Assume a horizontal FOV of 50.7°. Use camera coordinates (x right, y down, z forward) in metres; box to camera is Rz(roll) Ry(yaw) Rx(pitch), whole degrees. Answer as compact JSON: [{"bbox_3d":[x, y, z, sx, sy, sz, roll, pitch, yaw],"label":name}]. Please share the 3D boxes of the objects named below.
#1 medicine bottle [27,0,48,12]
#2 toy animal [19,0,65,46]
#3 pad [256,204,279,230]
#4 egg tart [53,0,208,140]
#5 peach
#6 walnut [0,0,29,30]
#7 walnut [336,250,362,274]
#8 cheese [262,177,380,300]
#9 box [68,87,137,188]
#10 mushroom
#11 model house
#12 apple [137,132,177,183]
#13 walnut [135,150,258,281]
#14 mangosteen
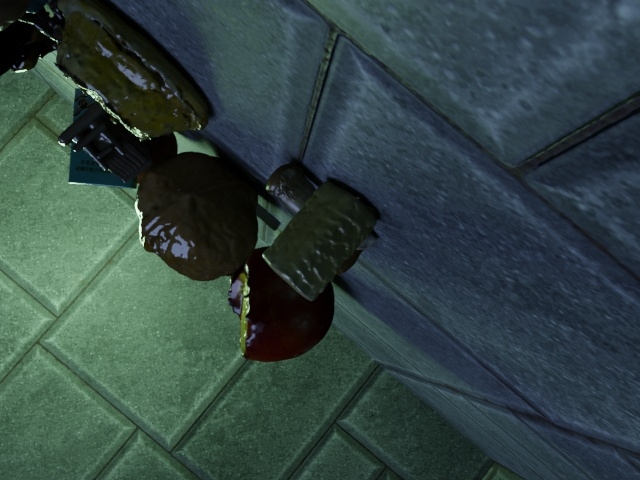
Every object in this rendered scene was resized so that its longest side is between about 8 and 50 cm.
[{"bbox_3d":[-0.629,-0.533,1.310,0.258,0.079,0.124,37,174,20],"label":"medicine bottle"},{"bbox_3d":[-0.535,-0.430,1.422,0.232,0.084,0.148,34,171,16],"label":"toy animal"},{"bbox_3d":[-0.174,-0.082,1.900,0.143,0.003,0.211,41,172,-4],"label":"pad"},{"bbox_3d":[-0.362,-0.294,1.234,0.345,0.132,0.345,39,174,5],"label":"egg tart"},{"bbox_3d":[-0.116,0.182,1.984,0.406,0.310,0.335,115,142,-70],"label":"peach"},{"bbox_3d":[-0.599,-0.455,1.085,0.273,0.227,0.273,41,175,4],"label":"walnut"},{"bbox_3d":[0.026,0.012,1.217,0.105,0.105,0.124,41,-172,-7],"label":"walnut"},{"bbox_3d":[0.000,0.000,1.040,0.123,0.167,0.094,36,175,43],"label":"cheese"},{"bbox_3d":[-0.513,-0.244,1.622,0.162,0.229,0.041,5,-178,5],"label":"box"},{"bbox_3d":[0.002,-0.049,1.134,0.209,0.071,0.084,38,177,-9],"label":"mushroom"},{"bbox_3d":[-0.443,-0.242,1.525,0.188,0.229,0.122,48,-175,-24],"label":"model house"},{"bbox_3d":[-0.461,-0.238,1.731,0.173,0.188,0.188,25,168,14],"label":"apple"},{"bbox_3d":[-0.287,-0.060,1.590,0.306,0.306,0.344,39,164,6],"label":"walnut"},{"bbox_3d":[-0.770,-0.492,1.521,0.307,0.307,0.347,34,-160,36],"label":"mangosteen"}]
